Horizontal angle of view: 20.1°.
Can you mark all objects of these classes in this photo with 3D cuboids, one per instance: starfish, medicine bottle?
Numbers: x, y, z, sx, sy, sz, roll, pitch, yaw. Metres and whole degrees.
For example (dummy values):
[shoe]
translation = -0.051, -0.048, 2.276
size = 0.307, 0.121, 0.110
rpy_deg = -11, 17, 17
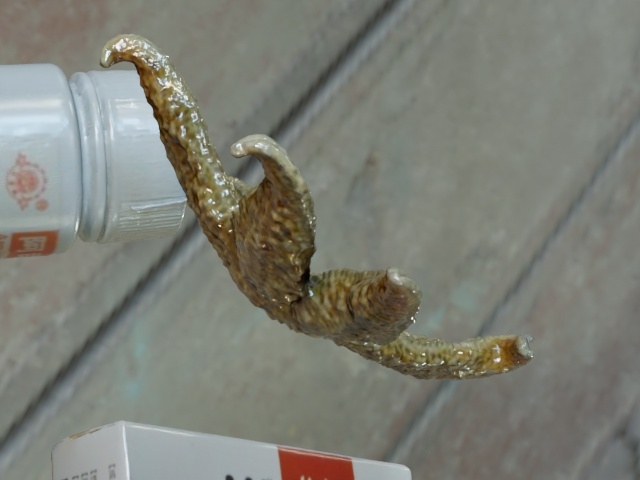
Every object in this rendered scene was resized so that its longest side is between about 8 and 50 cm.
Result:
[starfish]
translation = -0.005, 0.010, 1.128
size = 0.327, 0.375, 0.094
rpy_deg = 39, 87, -30
[medicine bottle]
translation = -0.229, -0.057, 1.296
size = 0.252, 0.144, 0.145
rpy_deg = -7, 121, -17

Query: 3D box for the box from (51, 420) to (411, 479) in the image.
[box]
translation = -0.029, 0.278, 0.912
size = 0.214, 0.069, 0.353
rpy_deg = 15, 64, -43
